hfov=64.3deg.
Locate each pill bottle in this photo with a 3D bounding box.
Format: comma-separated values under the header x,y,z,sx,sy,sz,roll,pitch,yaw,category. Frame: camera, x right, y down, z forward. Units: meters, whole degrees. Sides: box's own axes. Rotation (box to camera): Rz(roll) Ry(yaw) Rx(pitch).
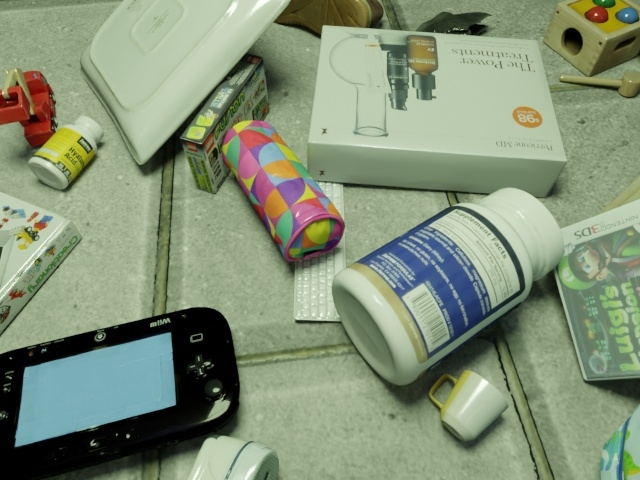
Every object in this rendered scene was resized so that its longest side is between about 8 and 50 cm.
x,y,z,sx,sy,sz,roll,pitch,yaw,category
-0.402,-0.144,0.816,0.065,0.065,0.116,18,59,12,pill bottle
0.159,0.046,0.629,0.264,0.153,0.153,-29,61,-18,pill bottle

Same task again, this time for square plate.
x,y,z,sx,sy,sz,roll,pitch,yaw,category
-0.260,-0.349,0.851,0.347,0.049,0.344,-45,57,7,square plate

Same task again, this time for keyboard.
x,y,z,sx,sy,sz,roll,pitch,yaw,category
0.000,0.000,0.745,0.072,0.014,0.256,-1,57,1,keyboard

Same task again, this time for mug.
x,y,z,sx,sy,sz,roll,pitch,yaw,category
0.170,0.196,0.596,0.064,0.078,0.062,-45,99,-15,mug

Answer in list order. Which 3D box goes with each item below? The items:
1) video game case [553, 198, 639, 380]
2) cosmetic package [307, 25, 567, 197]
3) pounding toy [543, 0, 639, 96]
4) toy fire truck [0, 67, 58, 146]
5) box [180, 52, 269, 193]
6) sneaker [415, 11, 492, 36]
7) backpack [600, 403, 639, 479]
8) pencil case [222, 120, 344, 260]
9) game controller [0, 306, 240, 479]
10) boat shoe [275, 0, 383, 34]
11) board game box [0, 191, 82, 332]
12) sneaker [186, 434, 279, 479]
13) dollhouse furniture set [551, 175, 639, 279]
x,y,z,sx,sy,sz,roll,pitch,yaw,category
0.352,0.058,0.580,0.022,0.173,0.191,-3,74,-26,video game case
0.176,-0.219,0.836,0.377,0.097,0.285,4,59,1,cosmetic package
0.517,-0.359,0.928,0.181,0.094,0.206,-24,59,-15,pounding toy
-0.482,-0.230,0.832,0.047,0.135,0.192,-16,58,-10,toy fire truck
-0.144,-0.189,0.813,0.036,0.114,0.207,18,58,12,box
0.251,-0.399,0.984,0.089,0.051,0.170,30,58,24,sneaker
0.395,0.293,0.425,0.290,0.273,0.356,-5,78,0,backpack
-0.060,-0.075,0.736,0.104,0.104,0.236,-24,55,-15,pencil case
-0.257,0.177,0.600,0.319,0.067,0.167,-13,57,-8,game controller
-0.028,-0.511,1.033,0.342,0.123,0.123,30,48,19,boat shoe
-0.530,0.005,0.726,0.305,0.053,0.193,20,58,14,board game box
-0.130,0.321,0.501,0.091,0.094,0.258,7,50,27,sneaker
0.545,0.006,0.655,0.394,0.256,0.362,-3,54,-27,dollhouse furniture set
